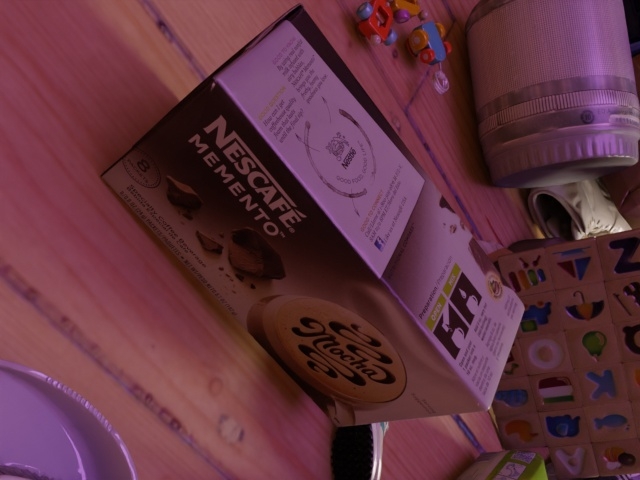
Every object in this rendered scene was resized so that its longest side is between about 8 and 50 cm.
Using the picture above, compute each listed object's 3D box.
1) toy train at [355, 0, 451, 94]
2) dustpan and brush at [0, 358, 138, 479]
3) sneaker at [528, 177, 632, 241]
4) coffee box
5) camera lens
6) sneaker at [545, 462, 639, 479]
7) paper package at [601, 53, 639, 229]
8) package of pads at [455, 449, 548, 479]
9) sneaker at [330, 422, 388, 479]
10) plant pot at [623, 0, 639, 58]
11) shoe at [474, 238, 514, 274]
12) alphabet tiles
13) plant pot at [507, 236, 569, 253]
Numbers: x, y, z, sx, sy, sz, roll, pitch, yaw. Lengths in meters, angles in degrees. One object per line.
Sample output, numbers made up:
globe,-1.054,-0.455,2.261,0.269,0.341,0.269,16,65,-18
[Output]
toy train,0.101,-0.256,0.803,0.166,0.046,0.125,32,60,-36
dustpan and brush,-0.148,0.177,0.405,0.211,0.060,0.147,38,55,-37
sneaker,0.454,-0.035,1.119,0.292,0.108,0.169,43,56,-25
coffee box,0.000,0.000,0.500,0.297,0.168,0.119,50,47,-17
camera lens,0.333,-0.230,0.925,0.219,0.219,0.275,2,80,-49
sneaker,0.405,0.426,0.929,0.365,0.137,0.210,-8,89,-45
paper package,0.589,-0.107,1.065,0.324,0.168,0.310,37,35,-36
package of pads,0.199,0.421,0.716,0.229,0.101,0.297,-16,94,-50
sneaker,0.055,0.177,0.639,0.075,0.057,0.161,14,68,-41
plant pot,0.521,-0.420,1.183,0.212,0.235,0.236,-1,81,-55
shoe,0.169,0.037,0.809,0.219,0.077,0.058,-10,45,-47
alphabet tiles,0.349,0.157,0.804,0.011,0.285,0.343,-56,129,-64
plant pot,0.446,0.138,0.927,0.323,0.280,0.323,15,69,-47
